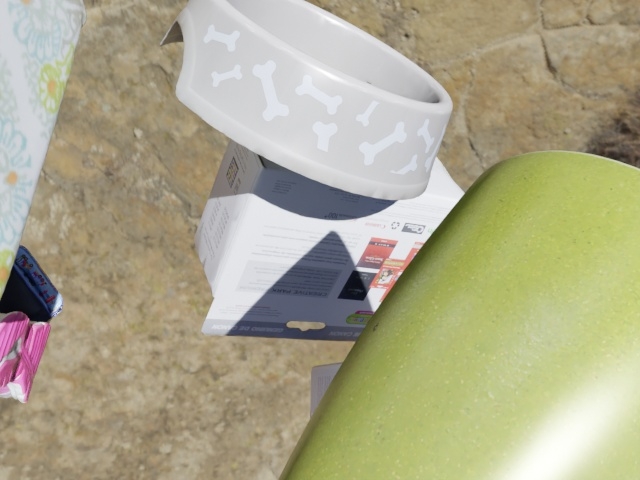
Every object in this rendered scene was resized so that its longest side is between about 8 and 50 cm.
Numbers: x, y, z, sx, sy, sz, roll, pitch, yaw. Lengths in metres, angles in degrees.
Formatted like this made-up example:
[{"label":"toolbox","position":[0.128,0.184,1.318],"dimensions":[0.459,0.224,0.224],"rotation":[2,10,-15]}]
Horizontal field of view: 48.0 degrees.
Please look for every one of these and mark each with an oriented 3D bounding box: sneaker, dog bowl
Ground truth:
[{"label":"sneaker","position":[-0.393,0.125,0.840],"dimensions":[0.111,0.103,0.252],"rotation":[13,159,-6]},{"label":"dog bowl","position":[-0.007,-0.184,0.812],"dimensions":[0.348,0.349,0.102],"rotation":[14,118,-30]}]

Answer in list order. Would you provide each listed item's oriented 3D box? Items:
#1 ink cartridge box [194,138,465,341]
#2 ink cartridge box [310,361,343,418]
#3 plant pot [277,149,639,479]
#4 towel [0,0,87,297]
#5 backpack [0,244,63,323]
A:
[{"label":"ink cartridge box","position":[0.000,0.000,0.986],"dimensions":[0.309,0.130,0.272],"rotation":[8,125,-28]},{"label":"ink cartridge box","position":[0.110,0.262,0.944],"dimensions":[0.117,0.207,0.283],"rotation":[14,160,-34]},{"label":"plant pot","position":[0.108,0.136,0.460],"dimensions":[0.293,0.274,0.275],"rotation":[-39,132,-23]},{"label":"towel","position":[-0.291,-0.153,0.501],"dimensions":[0.090,0.374,0.320],"rotation":[2,152,6]},{"label":"backpack","position":[-0.505,0.083,1.176],"dimensions":[0.117,0.173,0.158],"rotation":[-36,99,-19]}]
